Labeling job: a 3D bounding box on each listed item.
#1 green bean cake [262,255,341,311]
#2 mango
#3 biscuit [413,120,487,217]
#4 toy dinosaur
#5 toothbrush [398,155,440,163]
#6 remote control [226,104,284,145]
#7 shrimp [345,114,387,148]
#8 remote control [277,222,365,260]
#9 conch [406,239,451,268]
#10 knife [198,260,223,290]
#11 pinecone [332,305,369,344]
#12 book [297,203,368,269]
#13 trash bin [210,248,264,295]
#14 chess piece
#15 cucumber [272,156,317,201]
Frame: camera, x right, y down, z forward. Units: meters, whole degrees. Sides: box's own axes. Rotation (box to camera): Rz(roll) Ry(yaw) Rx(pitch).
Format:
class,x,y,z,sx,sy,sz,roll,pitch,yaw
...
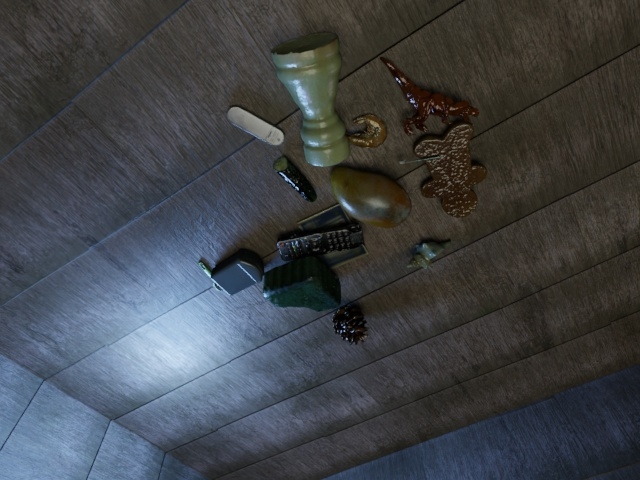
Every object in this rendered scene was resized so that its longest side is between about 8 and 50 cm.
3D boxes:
class,x,y,z,sx,sy,sz,roll,pitch,yaw
green bean cake,-0.086,0.226,2.012,0.308,0.169,0.300,-20,139,21
mango,0.210,-0.186,1.761,0.384,0.198,0.221,31,126,-8
biscuit,0.558,-0.283,1.782,0.283,0.064,0.432,-20,122,18
toy dinosaur,0.383,-0.511,1.596,0.433,0.097,0.208,20,129,-7
toothbrush,0.407,-0.334,1.713,0.167,0.011,0.014,-7,118,12
remote control,-0.255,-0.455,1.654,0.245,0.022,0.077,25,122,-19
shrimp,0.177,-0.440,1.676,0.188,0.051,0.132,-1,106,-8
remote control,0.000,0.000,1.929,0.399,0.062,0.144,-10,124,7
conch,0.509,0.054,1.980,0.234,0.137,0.114,-45,86,12
knife,-0.551,0.181,2.077,0.054,0.015,0.212,-18,124,19
pinecone,0.153,0.443,2.175,0.184,0.204,0.179,3,129,-24
book,0.063,-0.011,1.973,0.229,0.018,0.322,-23,122,14
trash bin,-0.391,0.154,2.017,0.236,0.101,0.176,-30,122,19
chess piece,-0.015,-0.500,1.529,0.234,0.234,0.441,-11,129,5
cucumber,-0.097,-0.253,1.770,0.074,0.074,0.241,-36,121,20
